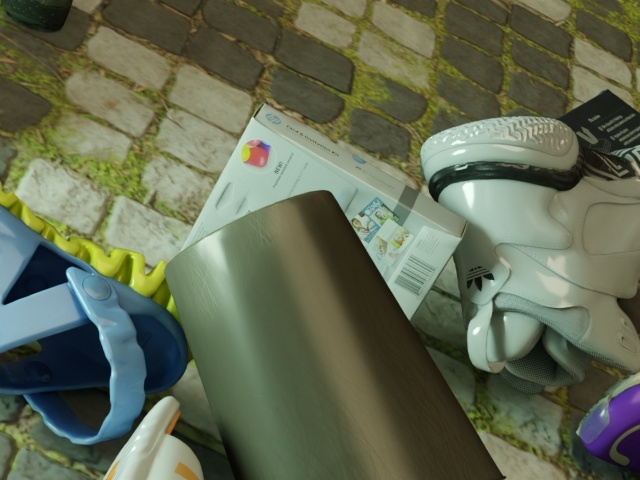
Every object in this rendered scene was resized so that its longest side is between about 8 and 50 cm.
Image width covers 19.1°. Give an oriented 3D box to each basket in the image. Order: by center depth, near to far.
[{"bbox_3d":[-0.002,0.094,1.270,0.204,0.154,0.227,-14,75,-56],"label":"basket"}]

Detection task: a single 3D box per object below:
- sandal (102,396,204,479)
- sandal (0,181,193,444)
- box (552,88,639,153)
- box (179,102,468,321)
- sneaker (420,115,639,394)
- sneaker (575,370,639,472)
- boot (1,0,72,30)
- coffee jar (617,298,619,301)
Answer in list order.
[{"bbox_3d":[-0.116,0.210,1.146,0.076,0.102,0.265,28,39,-8],"label":"sandal"},{"bbox_3d":[-0.223,0.041,1.271,0.317,0.126,0.138,21,36,-14],"label":"sandal"},{"bbox_3d":[0.291,-0.055,1.874,0.158,0.093,0.156,40,32,14],"label":"box"},{"bbox_3d":[0.000,0.000,1.493,0.186,0.145,0.038,29,28,-2],"label":"box"},{"bbox_3d":[0.236,0.021,1.605,0.365,0.137,0.210,6,74,-41],"label":"sneaker"},{"bbox_3d":[0.353,0.183,1.577,0.293,0.102,0.146,7,43,-32],"label":"sneaker"},{"bbox_3d":[-0.228,-0.314,1.735,0.083,0.161,0.246,18,33,-22],"label":"boot"},{"bbox_3d":[0.217,-0.018,1.771,0.184,0.079,0.096,41,39,15],"label":"coffee jar"}]
